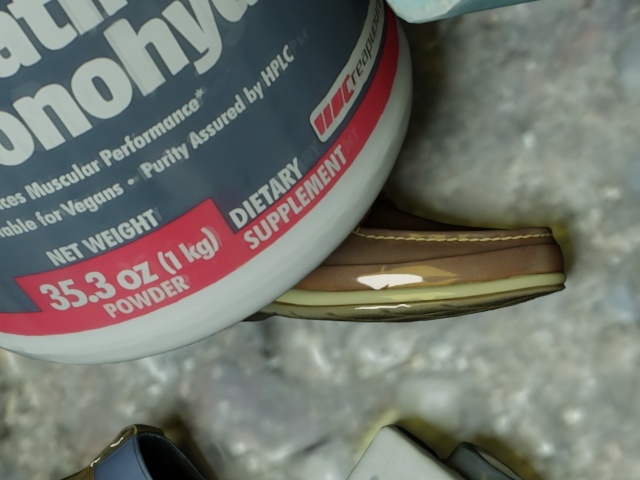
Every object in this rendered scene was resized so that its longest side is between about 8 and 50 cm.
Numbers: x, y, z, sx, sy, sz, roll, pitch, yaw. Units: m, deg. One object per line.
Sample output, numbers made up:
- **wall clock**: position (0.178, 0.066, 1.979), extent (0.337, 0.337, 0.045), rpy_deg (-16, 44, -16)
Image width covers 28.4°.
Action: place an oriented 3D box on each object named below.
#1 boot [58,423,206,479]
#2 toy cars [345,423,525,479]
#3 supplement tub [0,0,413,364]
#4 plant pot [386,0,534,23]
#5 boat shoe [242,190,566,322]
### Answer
- **boot**: position (-0.048, 0.172, 0.454), extent (0.106, 0.082, 0.219), rpy_deg (-45, 71, 12)
- **toy cars**: position (0.081, 0.233, 0.372), extent (0.176, 0.087, 0.394), rpy_deg (-19, 69, 17)
- **supplement tub**: position (-0.100, -0.109, 0.379), extent (0.191, 0.272, 0.191), rpy_deg (-16, 44, 16)
- **plant pot**: position (0.139, -0.224, 0.326), extent (0.248, 0.252, 0.247), rpy_deg (-34, 72, 48)
- **boat shoe**: position (0.000, 0.000, 0.464), extent (0.178, 0.064, 0.060), rpy_deg (-1, 86, 21)
